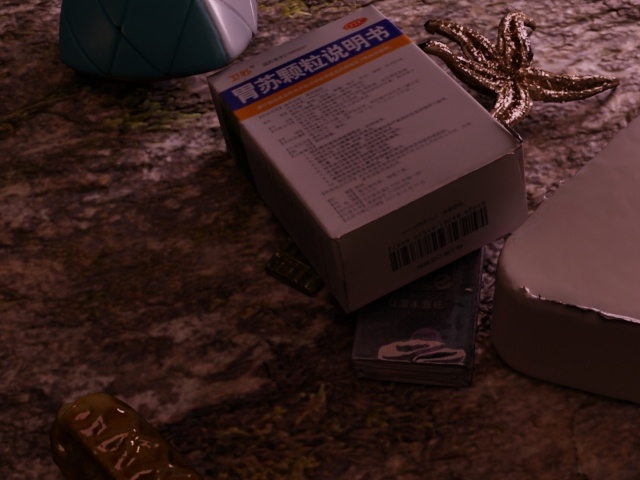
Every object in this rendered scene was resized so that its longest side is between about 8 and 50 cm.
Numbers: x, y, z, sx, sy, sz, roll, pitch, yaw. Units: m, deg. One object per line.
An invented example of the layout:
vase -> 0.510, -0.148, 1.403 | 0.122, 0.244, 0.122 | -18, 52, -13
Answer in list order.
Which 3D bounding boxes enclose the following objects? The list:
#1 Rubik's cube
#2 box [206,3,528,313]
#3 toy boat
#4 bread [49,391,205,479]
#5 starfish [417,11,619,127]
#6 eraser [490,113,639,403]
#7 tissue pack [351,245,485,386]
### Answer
Rubik's cube -> -0.162, -0.274, 1.295 | 0.254, 0.254, 0.254 | -2, 56, 3
box -> 0.040, -0.090, 1.215 | 0.200, 0.106, 0.299 | -26, 43, -12
toy boat -> 0.000, 0.000, 1.249 | 0.063, 0.016, 0.115 | 29, 63, 21
bread -> -0.106, 0.259, 1.049 | 0.367, 0.084, 0.077 | 41, 28, 28
starfish -> 0.203, -0.173, 1.315 | 0.238, 0.057, 0.213 | 16, 48, -10
eraser -> 0.354, 0.041, 1.117 | 0.331, 0.150, 0.331 | -3, 54, 4
tissue pack -> 0.094, 0.058, 1.181 | 0.112, 0.051, 0.156 | 3, 57, 12
